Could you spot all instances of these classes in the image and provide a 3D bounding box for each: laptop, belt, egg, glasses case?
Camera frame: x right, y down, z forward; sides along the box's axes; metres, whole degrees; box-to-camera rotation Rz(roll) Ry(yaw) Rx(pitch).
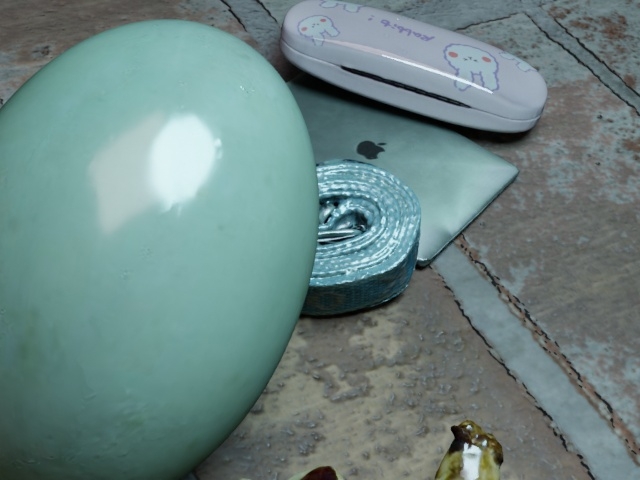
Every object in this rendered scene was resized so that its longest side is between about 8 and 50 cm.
[{"bbox_3d":[0.050,-0.090,1.141,0.269,0.015,0.187,33,52,22],"label":"laptop"},{"bbox_3d":[0.009,-0.001,1.010,0.163,0.082,0.148,13,56,7],"label":"belt"},{"bbox_3d":[-0.147,0.016,0.827,0.276,0.276,0.389,18,74,10],"label":"egg"},{"bbox_3d":[0.101,-0.191,1.188,0.296,0.075,0.113,17,37,3],"label":"glasses case"}]

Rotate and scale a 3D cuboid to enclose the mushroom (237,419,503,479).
[{"bbox_3d":[0.052,0.255,0.738,0.301,0.208,0.233,-7,89,-26],"label":"mushroom"}]
